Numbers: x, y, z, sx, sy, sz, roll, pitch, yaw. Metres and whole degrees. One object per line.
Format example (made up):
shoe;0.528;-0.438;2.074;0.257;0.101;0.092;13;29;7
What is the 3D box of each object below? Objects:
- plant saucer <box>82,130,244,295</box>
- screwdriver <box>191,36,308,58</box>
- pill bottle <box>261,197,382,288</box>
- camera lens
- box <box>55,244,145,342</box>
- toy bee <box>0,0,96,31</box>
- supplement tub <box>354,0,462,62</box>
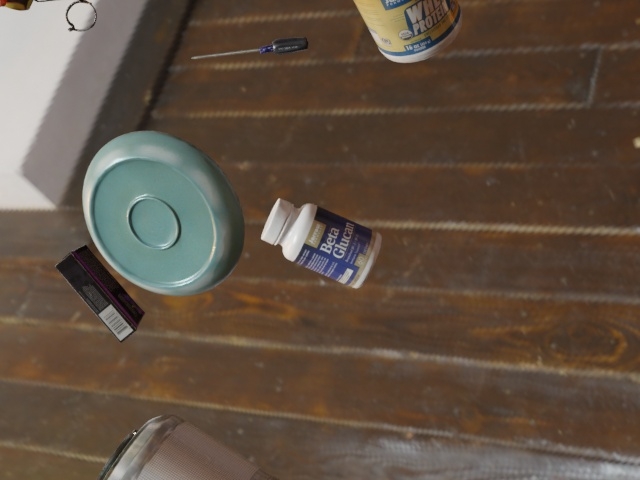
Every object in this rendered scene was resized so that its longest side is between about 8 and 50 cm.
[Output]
plant saucer;-0.286;-0.037;2.117;0.318;0.317;0.044;-7;20;25
screwdriver;-0.101;-0.272;1.744;0.170;0.025;0.024;-10;54;6
pill bottle;0.000;0.000;1.842;0.169;0.094;0.094;23;64;-7
camera lens;-0.164;0.380;1.603;0.274;0.219;0.219;31;74;7
box;-0.258;0.060;1.424;0.029;0.116;0.162;-40;5;-1
toy bee;-0.582;-0.493;2.246;0.298;0.195;0.162;12;20;12
supplement tub;0.121;-0.388;1.852;0.144;0.199;0.144;-18;43;18
